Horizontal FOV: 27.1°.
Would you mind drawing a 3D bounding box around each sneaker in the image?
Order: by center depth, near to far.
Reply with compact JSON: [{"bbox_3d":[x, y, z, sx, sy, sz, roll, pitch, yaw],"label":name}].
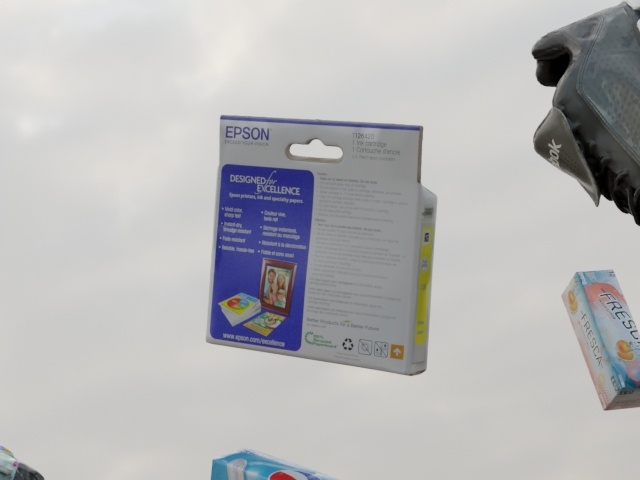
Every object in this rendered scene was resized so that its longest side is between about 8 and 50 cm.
[{"bbox_3d":[0.181,-0.047,0.766,0.106,0.234,0.078,-15,-37,3],"label":"sneaker"}]

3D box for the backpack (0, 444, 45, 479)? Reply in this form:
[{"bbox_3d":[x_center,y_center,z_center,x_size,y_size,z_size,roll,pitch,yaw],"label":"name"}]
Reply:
[{"bbox_3d":[-0.337,0.213,1.120,0.182,0.115,0.152,29,-67,-7],"label":"backpack"}]

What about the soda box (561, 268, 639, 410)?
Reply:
[{"bbox_3d":[0.378,0.129,1.744,0.058,0.183,0.063,-4,-33,-17],"label":"soda box"}]

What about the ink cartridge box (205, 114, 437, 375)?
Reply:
[{"bbox_3d":[0.000,0.000,1.704,0.304,0.307,0.072,7,3,30],"label":"ink cartridge box"}]

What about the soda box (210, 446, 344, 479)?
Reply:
[{"bbox_3d":[-0.025,0.300,1.502,0.210,0.071,0.067,13,12,32],"label":"soda box"}]
